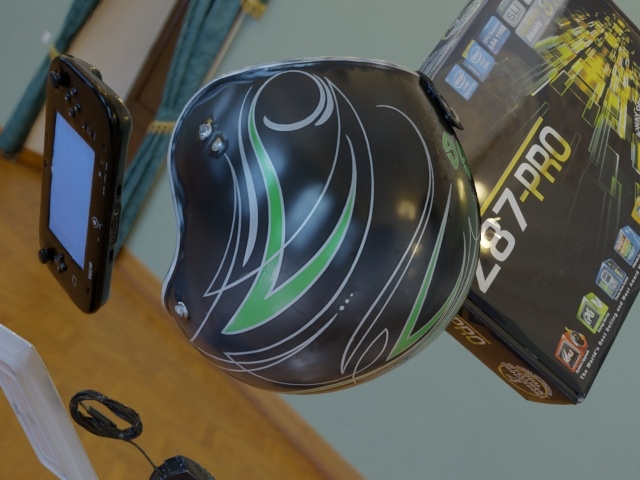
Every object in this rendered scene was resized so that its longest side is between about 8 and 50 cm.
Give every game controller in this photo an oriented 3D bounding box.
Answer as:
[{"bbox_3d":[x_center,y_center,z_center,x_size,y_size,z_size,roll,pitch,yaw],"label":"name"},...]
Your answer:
[{"bbox_3d":[-0.298,-0.062,1.034,0.067,0.319,0.166,-9,41,-32],"label":"game controller"}]

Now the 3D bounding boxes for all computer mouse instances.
[{"bbox_3d":[-0.190,0.249,0.958,0.242,0.071,0.041,50,16,-20],"label":"computer mouse"}]

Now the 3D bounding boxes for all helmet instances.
[{"bbox_3d":[0.000,0.000,0.445,0.170,0.161,0.169,-2,-11,0],"label":"helmet"}]

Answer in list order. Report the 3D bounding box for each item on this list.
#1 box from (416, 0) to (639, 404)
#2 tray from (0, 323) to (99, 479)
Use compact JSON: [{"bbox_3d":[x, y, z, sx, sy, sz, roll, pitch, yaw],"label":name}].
[{"bbox_3d":[0.226,-0.079,0.879,0.318,0.394,0.097,41,-21,-12],"label":"box"},{"bbox_3d":[-0.371,0.225,1.093,0.145,0.270,0.030,19,43,42],"label":"tray"}]
